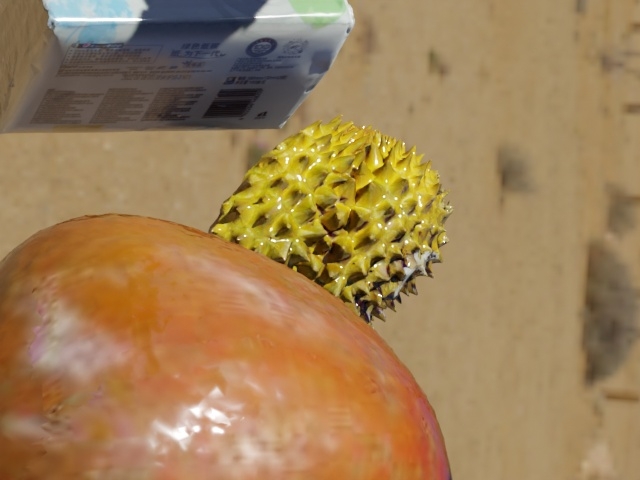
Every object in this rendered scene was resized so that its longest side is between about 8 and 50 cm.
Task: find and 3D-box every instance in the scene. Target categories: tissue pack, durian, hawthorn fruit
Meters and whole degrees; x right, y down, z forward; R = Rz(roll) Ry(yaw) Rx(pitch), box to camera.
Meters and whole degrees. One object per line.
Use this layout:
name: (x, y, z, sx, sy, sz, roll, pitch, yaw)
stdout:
tissue pack: (-0.119, -0.172, 1.339, 0.159, 0.229, 0.145, 130, -49, -55)
durian: (0.009, 0.009, 1.514, 0.250, 0.138, 0.183, -44, 157, -15)
hawthorn fruit: (-0.035, 0.093, 0.728, 0.199, 0.251, 0.199, -170, -90, -72)
